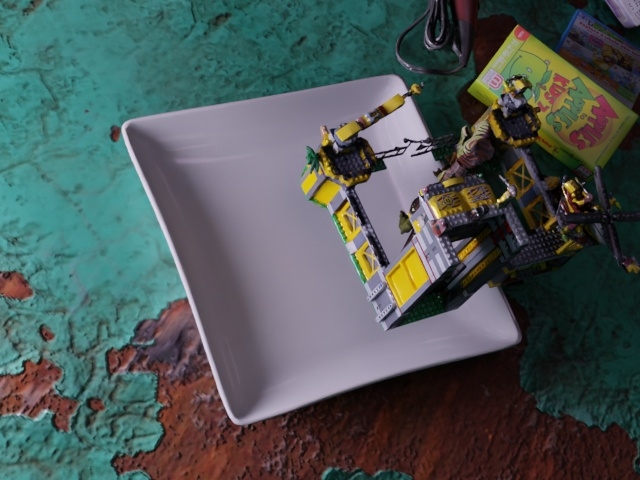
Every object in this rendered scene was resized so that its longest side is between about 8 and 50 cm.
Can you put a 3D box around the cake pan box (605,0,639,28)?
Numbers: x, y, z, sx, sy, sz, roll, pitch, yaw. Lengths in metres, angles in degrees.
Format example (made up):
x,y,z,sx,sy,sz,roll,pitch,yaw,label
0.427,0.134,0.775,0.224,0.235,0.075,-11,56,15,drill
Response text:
x,y,z,sx,sy,sz,roll,pitch,yaw,label
0.423,-0.436,1.696,0.267,0.070,0.246,-35,95,2,cake pan box

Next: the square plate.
x,y,z,sx,sy,sz,roll,pitch,yaw,label
0.000,0.000,1.413,0.347,0.049,0.344,-13,70,-27,square plate

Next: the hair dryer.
x,y,z,sx,sy,sz,roll,pitch,yaw,label
0.172,-0.332,1.657,0.293,0.080,0.224,-27,92,-25,hair dryer

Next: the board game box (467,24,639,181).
x,y,z,sx,sy,sz,roll,pitch,yaw,label
0.277,-0.163,1.595,0.181,0.043,0.092,37,74,0,board game box

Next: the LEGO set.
x,y,z,sx,sy,sz,roll,pitch,yaw,label
0.160,-0.060,1.363,0.331,0.192,0.255,-6,67,-25,LEGO set

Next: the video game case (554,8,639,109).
x,y,z,sx,sy,sz,roll,pitch,yaw,label
0.341,-0.203,1.672,0.119,0.015,0.166,33,57,-2,video game case
